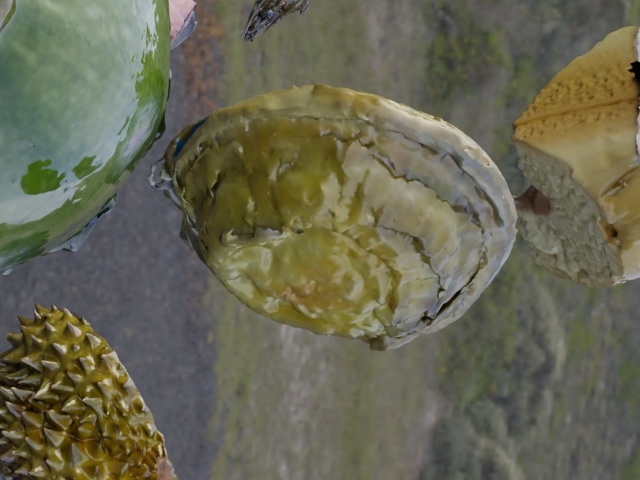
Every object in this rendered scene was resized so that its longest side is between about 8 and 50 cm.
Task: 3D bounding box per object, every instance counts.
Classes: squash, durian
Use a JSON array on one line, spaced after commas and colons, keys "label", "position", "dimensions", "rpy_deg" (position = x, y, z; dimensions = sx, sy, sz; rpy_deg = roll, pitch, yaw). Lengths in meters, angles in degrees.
[{"label": "squash", "position": [-0.217, -0.092, 0.621], "dimensions": [0.309, 0.310, 0.310], "rpy_deg": [-129, -137, -77]}, {"label": "durian", "position": [-0.243, 0.177, 1.205], "dimensions": [0.138, 0.249, 0.183], "rpy_deg": [-29, 150, -21]}]

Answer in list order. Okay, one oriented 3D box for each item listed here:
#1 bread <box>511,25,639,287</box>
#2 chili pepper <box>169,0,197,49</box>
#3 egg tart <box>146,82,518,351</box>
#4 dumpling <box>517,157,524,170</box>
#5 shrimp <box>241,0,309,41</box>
[{"label": "bread", "position": [0.305, -0.067, 1.217], "dimensions": [0.183, 0.224, 0.211], "rpy_deg": [57, -9, -30]}, {"label": "chili pepper", "position": [-0.348, -0.307, 1.727], "dimensions": [0.251, 0.305, 0.229], "rpy_deg": [-49, -176, 26]}, {"label": "egg tart", "position": [0.000, 0.000, 0.953], "dimensions": [0.290, 0.291, 0.107], "rpy_deg": [83, 18, -52]}, {"label": "dumpling", "position": [0.364, -0.087, 1.762], "dimensions": [0.134, 0.169, 0.099], "rpy_deg": [39, 43, -44]}, {"label": "shrimp", "position": [-0.027, -0.391, 1.643], "dimensions": [0.296, 0.169, 0.058], "rpy_deg": [-47, 149, 1]}]
